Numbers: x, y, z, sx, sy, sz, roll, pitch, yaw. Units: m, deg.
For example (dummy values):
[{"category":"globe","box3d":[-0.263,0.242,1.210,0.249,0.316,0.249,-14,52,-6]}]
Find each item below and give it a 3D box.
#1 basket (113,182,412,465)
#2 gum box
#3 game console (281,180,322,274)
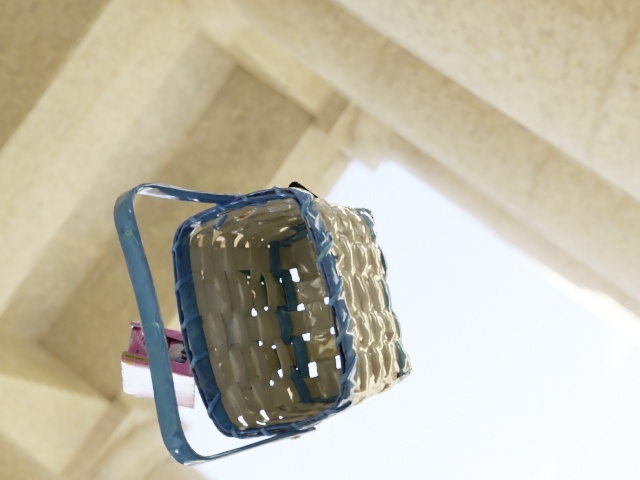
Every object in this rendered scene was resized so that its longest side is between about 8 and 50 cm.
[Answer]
[{"category":"basket","box3d":[-0.060,0.075,1.529,0.201,0.254,0.289,-19,-13,34]},{"category":"gum box","box3d":[-0.220,0.175,2.298,0.188,0.107,0.062,104,179,-69]},{"category":"game console","box3d":[0.000,0.000,2.059,0.122,0.107,0.071,35,-79,-30]}]
